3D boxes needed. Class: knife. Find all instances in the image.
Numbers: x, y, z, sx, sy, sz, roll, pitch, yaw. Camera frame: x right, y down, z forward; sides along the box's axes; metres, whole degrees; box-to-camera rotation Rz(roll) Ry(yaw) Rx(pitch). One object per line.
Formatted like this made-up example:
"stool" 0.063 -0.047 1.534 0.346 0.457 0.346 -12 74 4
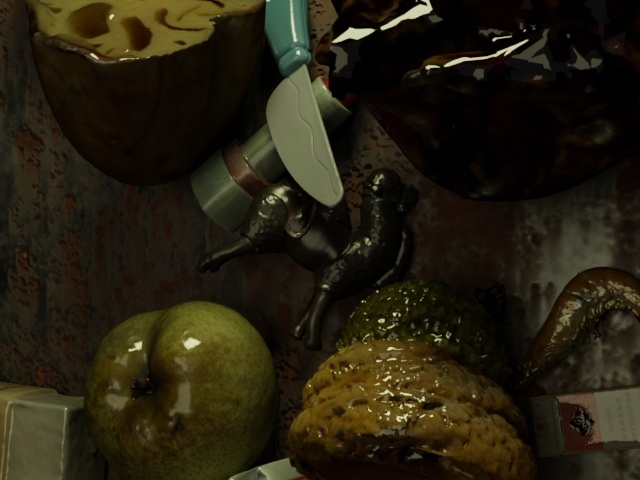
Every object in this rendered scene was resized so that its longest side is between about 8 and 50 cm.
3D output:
"knife" -0.022 -0.120 0.869 0.058 0.032 0.244 -26 55 24

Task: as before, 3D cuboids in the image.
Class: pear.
"pear" -0.117 0.129 0.888 0.167 0.136 0.167 -5 79 27

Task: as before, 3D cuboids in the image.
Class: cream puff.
"cream puff" 0.080 0.108 0.788 0.183 0.183 0.169 2 60 28

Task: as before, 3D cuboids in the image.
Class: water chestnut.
"water chestnut" 0.127 -0.161 0.718 0.289 0.244 0.289 -2 85 25

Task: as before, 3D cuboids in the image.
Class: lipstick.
"lipstick" -0.023 -0.088 0.901 0.186 0.057 0.063 -39 42 15

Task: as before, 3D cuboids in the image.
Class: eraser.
"eraser" -0.364 0.206 1.048 0.343 0.078 0.144 4 89 27

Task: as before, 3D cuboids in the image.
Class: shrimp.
"shrimp" 0.196 0.081 0.788 0.127 0.025 0.091 -47 69 15

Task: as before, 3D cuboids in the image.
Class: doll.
"doll" 0.000 0.000 0.874 0.139 0.057 0.165 40 91 10

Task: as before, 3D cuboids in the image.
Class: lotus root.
"lotus root" -0.138 -0.127 0.891 0.199 0.188 0.180 -121 24 -53

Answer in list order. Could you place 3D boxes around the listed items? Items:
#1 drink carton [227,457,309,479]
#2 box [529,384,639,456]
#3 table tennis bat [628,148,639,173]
"drink carton" 0.013 0.322 0.812 0.106 0.130 0.315 -34 72 21
"box" 0.199 0.134 0.790 0.083 0.012 0.046 -11 83 26
"table tennis bat" 0.345 0.094 0.699 0.268 0.051 0.415 -37 74 21
